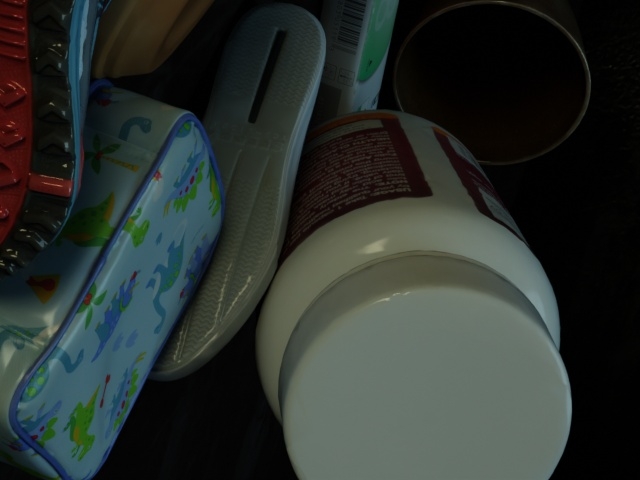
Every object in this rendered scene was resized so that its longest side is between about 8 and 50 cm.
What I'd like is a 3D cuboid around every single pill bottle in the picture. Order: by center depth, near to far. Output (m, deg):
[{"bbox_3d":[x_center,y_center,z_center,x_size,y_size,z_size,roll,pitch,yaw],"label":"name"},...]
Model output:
[{"bbox_3d":[0.059,0.050,0.983,0.392,0.224,0.224,-98,-157,-70],"label":"pill bottle"}]

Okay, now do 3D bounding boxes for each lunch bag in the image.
[{"bbox_3d":[-0.141,0.030,0.753,0.176,0.090,0.219,77,37,-63],"label":"lunch bag"}]

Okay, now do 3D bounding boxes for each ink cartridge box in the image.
[{"bbox_3d":[0.058,-0.209,1.215,0.224,0.056,0.181,-47,154,-51],"label":"ink cartridge box"}]

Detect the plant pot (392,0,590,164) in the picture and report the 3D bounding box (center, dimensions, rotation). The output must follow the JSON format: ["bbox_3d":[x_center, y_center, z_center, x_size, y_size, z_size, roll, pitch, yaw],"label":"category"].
[{"bbox_3d":[0.205,-0.241,1.454,0.230,0.215,0.215,-75,174,-48],"label":"plant pot"}]

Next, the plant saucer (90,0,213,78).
[{"bbox_3d":[-0.064,-0.167,0.703,0.200,0.037,0.200,-52,-173,9],"label":"plant saucer"}]

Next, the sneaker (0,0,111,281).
[{"bbox_3d":[-0.131,-0.100,0.586,0.125,0.104,0.262,-60,171,-62],"label":"sneaker"}]

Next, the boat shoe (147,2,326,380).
[{"bbox_3d":[-0.062,-0.030,0.930,0.094,0.109,0.302,78,33,-68],"label":"boat shoe"}]
